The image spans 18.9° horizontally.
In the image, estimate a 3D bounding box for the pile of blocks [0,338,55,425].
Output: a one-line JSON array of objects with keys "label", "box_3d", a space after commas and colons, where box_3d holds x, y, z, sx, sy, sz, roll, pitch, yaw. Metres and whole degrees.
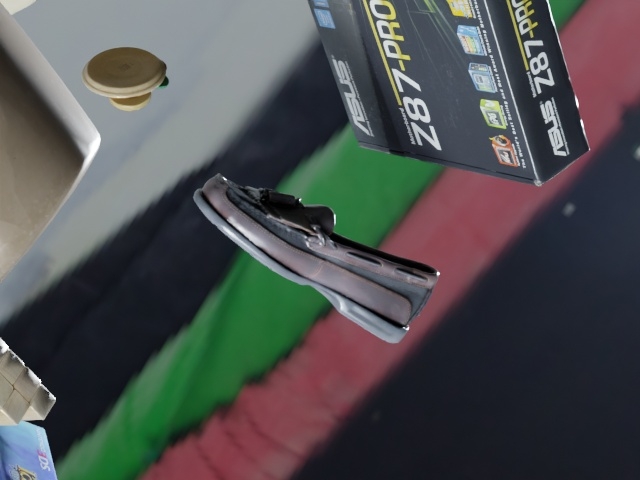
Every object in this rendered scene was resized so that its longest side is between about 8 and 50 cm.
[{"label": "pile of blocks", "box_3d": [-0.394, 0.112, 1.523, 0.362, 0.149, 0.112, 13, -127, 23]}]

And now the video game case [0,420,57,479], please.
[{"label": "video game case", "box_3d": [-0.294, 0.309, 1.602, 0.244, 0.061, 0.269, -58, -154, 13]}]

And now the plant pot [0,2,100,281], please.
[{"label": "plant pot", "box_3d": [-0.266, -0.080, 1.190, 0.263, 0.229, 0.263, -48, -168, 14]}]

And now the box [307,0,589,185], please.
[{"label": "box", "box_3d": [0.111, -0.269, 2.106, 0.097, 0.395, 0.318, -34, -150, -26]}]

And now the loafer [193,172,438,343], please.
[{"label": "loafer", "box_3d": [0.000, 0.000, 2.049, 0.095, 0.302, 0.109, -49, -148, 11]}]

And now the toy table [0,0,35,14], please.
[{"label": "toy table", "box_3d": [-0.349, -0.151, 1.423, 0.252, 0.161, 0.274, -16, -106, 15]}]

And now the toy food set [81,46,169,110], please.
[{"label": "toy food set", "box_3d": [-0.186, -0.158, 1.842, 0.083, 0.020, 0.082, 22, -136, 25]}]
